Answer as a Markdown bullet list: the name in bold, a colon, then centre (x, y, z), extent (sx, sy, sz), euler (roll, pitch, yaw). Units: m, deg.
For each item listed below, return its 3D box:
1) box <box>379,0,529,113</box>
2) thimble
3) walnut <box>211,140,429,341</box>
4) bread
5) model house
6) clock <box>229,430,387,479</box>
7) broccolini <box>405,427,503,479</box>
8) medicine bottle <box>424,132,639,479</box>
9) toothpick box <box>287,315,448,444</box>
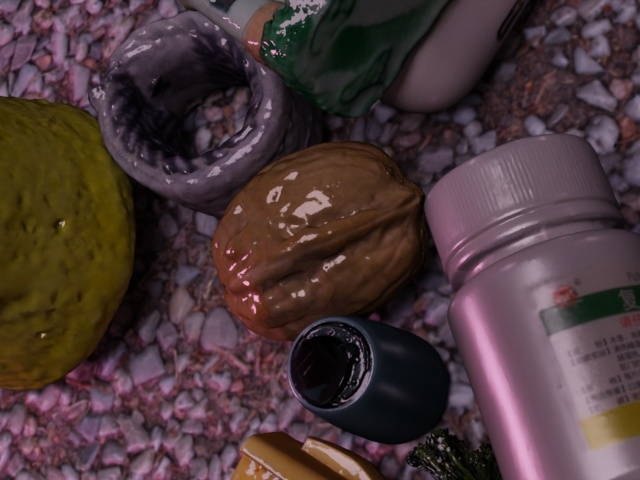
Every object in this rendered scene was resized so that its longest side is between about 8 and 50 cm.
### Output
- **box**: centre (0.070, -0.316, 1.526), extent (0.349, 0.141, 0.288), euler (33, 94, 29)
- **thimble**: centre (-0.123, -0.137, 1.565), extent (0.246, 0.157, 0.217), euler (17, 82, 27)
- **walnut**: centre (0.000, 0.000, 1.451), extent (0.245, 0.198, 0.198), euler (-25, 67, 18)
- **bread**: centre (-0.412, -0.002, 1.567), extent (0.348, 0.308, 0.348), euler (-3, 85, 41)
- **model house**: centre (-0.034, -0.320, 1.396), extent (0.325, 0.194, 0.267), euler (39, 97, 31)
- **clock**: centre (0.031, 0.353, 1.353), extent (0.317, 0.200, 0.244), euler (29, 93, 21)
- **broccolini**: centre (0.105, 0.245, 1.302), extent (0.123, 0.271, 0.062), euler (10, 112, 29)
- **medicine bottle**: centre (0.232, 0.086, 1.303), extent (0.208, 0.208, 0.339), euler (-25, 67, 18)
- **toothpick box**: centre (0.044, 0.137, 1.394), extent (0.120, 0.184, 0.120), euler (-7, 74, 25)
